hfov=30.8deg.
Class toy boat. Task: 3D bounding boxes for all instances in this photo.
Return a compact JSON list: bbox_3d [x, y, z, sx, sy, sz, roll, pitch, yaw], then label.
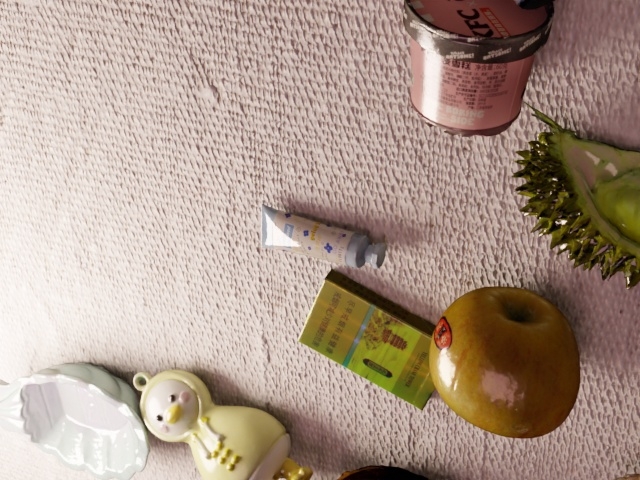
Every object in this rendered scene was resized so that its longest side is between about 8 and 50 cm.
[{"bbox_3d":[-0.371,0.261,1.785,0.290,0.100,0.199,9,123,20],"label":"toy boat"}]

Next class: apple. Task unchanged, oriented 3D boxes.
[{"bbox_3d":[0.219,0.139,1.370,0.183,0.182,0.155,19,116,15],"label":"apple"}]

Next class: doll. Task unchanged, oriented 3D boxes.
[{"bbox_3d":[-0.152,0.283,1.677,0.296,0.117,0.141,32,103,5],"label":"doll"}]

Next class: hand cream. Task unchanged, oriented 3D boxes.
[{"bbox_3d":[0.000,0.000,1.472,0.171,0.043,0.065,15,120,23],"label":"hand cream"}]

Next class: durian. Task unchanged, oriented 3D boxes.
[{"bbox_3d":[0.374,-0.023,1.252,0.352,0.158,0.169,14,91,18],"label":"durian"}]

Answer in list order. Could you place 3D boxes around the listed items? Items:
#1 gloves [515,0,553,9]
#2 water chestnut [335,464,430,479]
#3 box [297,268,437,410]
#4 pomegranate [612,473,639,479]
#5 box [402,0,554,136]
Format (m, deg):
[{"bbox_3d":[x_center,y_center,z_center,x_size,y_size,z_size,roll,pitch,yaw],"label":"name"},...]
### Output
[{"bbox_3d":[0.170,-0.333,1.137,0.119,0.097,0.229,-32,97,13],"label":"gloves"},{"bbox_3d":[0.078,0.462,1.615,0.300,0.300,0.300,13,125,19],"label":"water chestnut"},{"bbox_3d":[0.075,0.131,1.526,0.193,0.030,0.121,28,128,7],"label":"box"},{"bbox_3d":[0.434,0.310,1.404,0.129,0.129,0.159,36,136,2],"label":"pomegranate"},{"bbox_3d":[0.158,-0.192,1.208,0.151,0.151,0.135,16,134,16],"label":"box"}]
